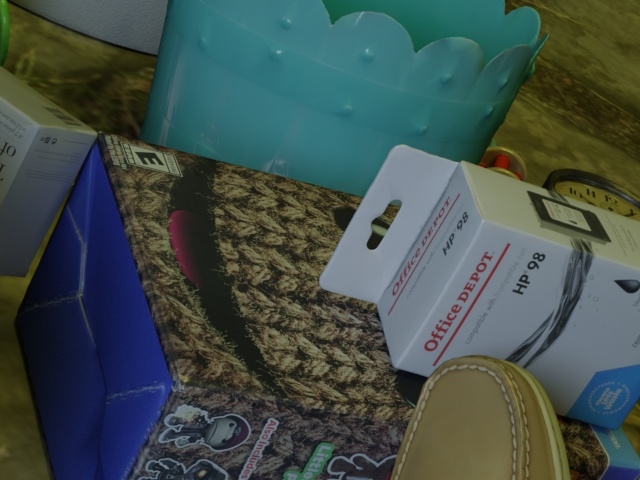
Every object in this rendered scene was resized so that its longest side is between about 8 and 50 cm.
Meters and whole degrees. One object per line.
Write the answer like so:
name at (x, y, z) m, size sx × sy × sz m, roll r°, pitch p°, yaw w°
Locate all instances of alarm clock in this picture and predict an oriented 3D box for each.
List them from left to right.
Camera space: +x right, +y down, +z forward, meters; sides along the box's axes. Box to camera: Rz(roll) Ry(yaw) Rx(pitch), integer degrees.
alarm clock at (0.239, -0.011, 1.509) m, size 0.129 × 0.064 × 0.192 m, roll 26°, pitch 29°, yaw -5°

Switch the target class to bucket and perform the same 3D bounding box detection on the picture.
bucket at (0.007, -0.121, 1.294) m, size 0.281 × 0.183 × 0.281 m, roll 18°, pitch 22°, yaw -8°

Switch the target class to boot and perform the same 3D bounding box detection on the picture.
boot at (0.017, 0.150, 0.785) m, size 0.095 × 0.262 × 0.203 m, roll 0°, pitch -23°, yaw 39°

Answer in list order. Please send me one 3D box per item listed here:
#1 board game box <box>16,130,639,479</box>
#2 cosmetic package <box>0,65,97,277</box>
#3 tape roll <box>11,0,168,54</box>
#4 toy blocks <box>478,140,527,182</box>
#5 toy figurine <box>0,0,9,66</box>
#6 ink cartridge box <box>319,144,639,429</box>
board game box at (-0.003, 0.085, 1.020) m, size 0.291 × 0.141 × 0.232 m, roll 13°, pitch 31°, yaw -28°
cosmetic package at (-0.249, -0.081, 1.039) m, size 0.239 × 0.099 × 0.060 m, roll 34°, pitch 15°, yaw 25°
tape roll at (-0.199, -0.296, 1.589) m, size 0.392 × 0.072 × 0.392 m, roll 23°, pitch 27°, yaw -13°
toy blocks at (0.116, -0.060, 1.490) m, size 0.123 × 0.054 × 0.148 m, roll 25°, pitch 25°, yaw -3°
toy figurine at (-0.324, -0.197, 1.286) m, size 0.159 × 0.130 × 0.173 m, roll -6°, pitch 65°, yaw -29°
ink cartridge box at (0.102, 0.027, 0.946) m, size 0.180 × 0.104 × 0.060 m, roll 17°, pitch 30°, yaw -21°
